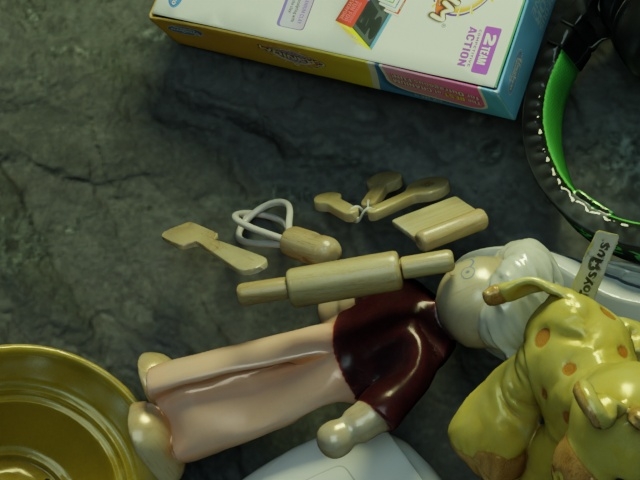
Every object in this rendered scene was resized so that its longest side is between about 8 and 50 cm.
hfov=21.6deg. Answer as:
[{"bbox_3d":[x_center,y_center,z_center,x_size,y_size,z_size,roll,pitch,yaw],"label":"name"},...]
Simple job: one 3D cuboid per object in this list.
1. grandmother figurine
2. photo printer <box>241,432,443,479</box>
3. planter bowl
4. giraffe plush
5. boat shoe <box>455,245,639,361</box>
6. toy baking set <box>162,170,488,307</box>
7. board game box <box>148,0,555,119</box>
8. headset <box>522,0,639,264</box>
[{"bbox_3d":[0.023,0.088,1.270,0.342,0.104,0.208,-22,37,13],"label":"grandmother figurine"},{"bbox_3d":[0.028,0.308,1.261,0.256,0.107,0.307,-37,75,-2],"label":"photo printer"},{"bbox_3d":[-0.235,0.197,1.312,0.217,0.090,0.217,11,55,-17],"label":"planter bowl"},{"bbox_3d":[0.199,0.123,1.137,0.181,0.170,0.210,-2,114,-13],"label":"giraffe plush"},{"bbox_3d":[0.232,0.058,1.298,0.267,0.088,0.096,9,102,28],"label":"boat shoe"},{"bbox_3d":[0.001,0.002,1.307,0.256,0.197,0.030,-12,111,2],"label":"toy baking set"},{"bbox_3d":[0.044,-0.250,1.374,0.316,0.064,0.242,16,80,23],"label":"board game box"},{"bbox_3d":[0.335,-0.152,1.311,0.243,0.185,0.394,38,92,33],"label":"headset"}]
